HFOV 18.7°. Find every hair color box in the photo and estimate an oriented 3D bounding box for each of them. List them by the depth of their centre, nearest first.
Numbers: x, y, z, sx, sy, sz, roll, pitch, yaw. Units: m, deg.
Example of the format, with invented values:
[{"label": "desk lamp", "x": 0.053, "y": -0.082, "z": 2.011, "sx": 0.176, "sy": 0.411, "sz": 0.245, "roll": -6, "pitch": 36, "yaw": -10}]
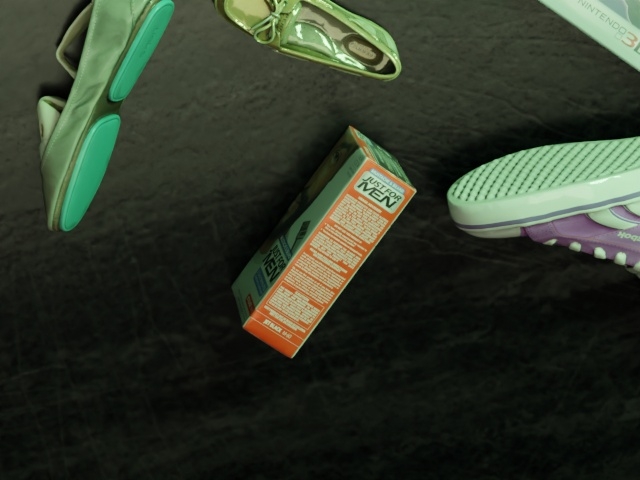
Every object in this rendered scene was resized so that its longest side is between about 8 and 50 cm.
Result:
[{"label": "hair color box", "x": 0.000, "y": 0.000, "z": 1.540, "sx": 0.053, "sy": 0.093, "sz": 0.167, "roll": 34, "pitch": 101, "yaw": -18}]

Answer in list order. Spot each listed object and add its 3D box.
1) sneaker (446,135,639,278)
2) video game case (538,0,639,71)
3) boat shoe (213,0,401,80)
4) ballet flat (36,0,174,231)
[{"label": "sneaker", "x": 0.245, "y": 0.002, "z": 1.574, "sx": 0.282, "sy": 0.102, "sz": 0.161, "roll": -8, "pitch": 113, "yaw": -6}, {"label": "video game case", "x": 0.285, "y": -0.233, "z": 1.536, "sx": 0.183, "sy": 0.023, "sz": 0.201, "roll": 32, "pitch": 102, "yaw": -17}, {"label": "boat shoe", "x": -0.009, "y": -0.164, "z": 1.504, "sx": 0.153, "sy": 0.048, "sz": 0.056, "roll": 25, "pitch": 104, "yaw": -16}, {"label": "ballet flat", "x": -0.180, "y": -0.112, "z": 1.498, "sx": 0.068, "sy": 0.072, "sz": 0.213, "roll": 28, "pitch": 104, "yaw": 12}]
